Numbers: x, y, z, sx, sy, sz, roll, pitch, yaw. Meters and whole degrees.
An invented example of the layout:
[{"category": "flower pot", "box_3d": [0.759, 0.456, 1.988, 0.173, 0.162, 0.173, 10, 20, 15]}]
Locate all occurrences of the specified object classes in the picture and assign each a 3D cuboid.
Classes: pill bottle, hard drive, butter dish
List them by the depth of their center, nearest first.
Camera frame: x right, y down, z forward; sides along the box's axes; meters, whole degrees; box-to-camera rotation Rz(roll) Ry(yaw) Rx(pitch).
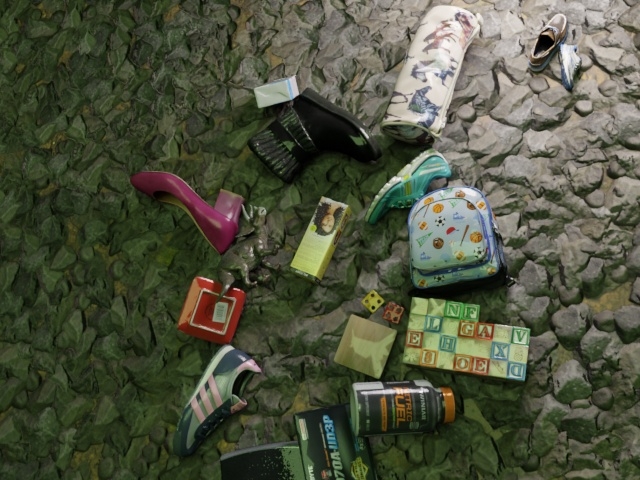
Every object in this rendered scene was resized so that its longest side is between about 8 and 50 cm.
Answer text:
[{"category": "pill bottle", "box_3d": [0.201, 0.408, 1.739, 0.245, 0.130, 0.131, -2, 71, -5]}, {"category": "hard drive", "box_3d": [-0.135, 0.609, 1.823, 0.254, 0.054, 0.172, -12, 70, 12]}, {"category": "butter dish", "box_3d": [-0.310, 0.192, 1.977, 0.159, 0.118, 0.160, 20, 83, -20]}]

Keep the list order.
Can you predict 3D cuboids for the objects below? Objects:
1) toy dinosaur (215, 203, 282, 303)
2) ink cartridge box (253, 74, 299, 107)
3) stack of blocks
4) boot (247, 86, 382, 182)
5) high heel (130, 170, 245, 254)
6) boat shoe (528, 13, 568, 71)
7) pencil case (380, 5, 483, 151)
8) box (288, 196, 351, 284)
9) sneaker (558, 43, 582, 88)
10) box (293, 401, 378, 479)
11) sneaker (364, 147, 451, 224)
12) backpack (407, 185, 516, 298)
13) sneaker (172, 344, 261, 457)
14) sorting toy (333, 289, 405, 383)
[{"category": "toy dinosaur", "box_3d": [-0.211, 0.060, 1.975, 0.160, 0.121, 0.314, 22, 64, 24]}, {"category": "ink cartridge box", "box_3d": [-0.126, -0.446, 2.123, 0.104, 0.180, 0.060, -12, 106, 12]}, {"category": "stack of blocks", "box_3d": [0.368, 0.250, 1.781, 0.297, 0.087, 0.171, 7, 74, 17]}, {"category": "boot", "box_3d": [-0.019, -0.260, 2.024, 0.260, 0.131, 0.348, -45, 56, -9]}, {"category": "high heel", "box_3d": [-0.415, -0.086, 2.082, 0.377, 0.127, 0.181, 14, 73, 18]}, {"category": "boat shoe", "box_3d": [0.638, -0.560, 1.976, 0.066, 0.066, 0.183, 24, 81, 21]}, {"category": "pencil case", "box_3d": [0.316, -0.459, 1.983, 0.183, 0.160, 0.410, 18, 78, 20]}, {"category": "box", "box_3d": [0.000, 0.000, 1.979, 0.087, 0.058, 0.232, 19, 79, 20]}, {"category": "sneaker", "box_3d": [0.689, -0.480, 1.947, 0.058, 0.052, 0.135, -3, 73, 8]}, {"category": "box", "box_3d": [0.037, 0.526, 1.777, 0.175, 0.051, 0.220, -9, 70, -8]}, {"category": "sneaker", "box_3d": [0.234, -0.133, 1.936, 0.275, 0.107, 0.110, -41, 85, 6]}, {"category": "backpack", "box_3d": [0.336, -0.005, 1.817, 0.276, 0.213, 0.264, -10, 60, 15]}, {"category": "sneaker", "box_3d": [-0.274, 0.441, 1.884, 0.131, 0.112, 0.319, 23, 81, 24]}, {"category": "sorting toy", "box_3d": [0.124, 0.271, 1.863, 0.132, 0.046, 0.275, 18, 79, 20]}]
